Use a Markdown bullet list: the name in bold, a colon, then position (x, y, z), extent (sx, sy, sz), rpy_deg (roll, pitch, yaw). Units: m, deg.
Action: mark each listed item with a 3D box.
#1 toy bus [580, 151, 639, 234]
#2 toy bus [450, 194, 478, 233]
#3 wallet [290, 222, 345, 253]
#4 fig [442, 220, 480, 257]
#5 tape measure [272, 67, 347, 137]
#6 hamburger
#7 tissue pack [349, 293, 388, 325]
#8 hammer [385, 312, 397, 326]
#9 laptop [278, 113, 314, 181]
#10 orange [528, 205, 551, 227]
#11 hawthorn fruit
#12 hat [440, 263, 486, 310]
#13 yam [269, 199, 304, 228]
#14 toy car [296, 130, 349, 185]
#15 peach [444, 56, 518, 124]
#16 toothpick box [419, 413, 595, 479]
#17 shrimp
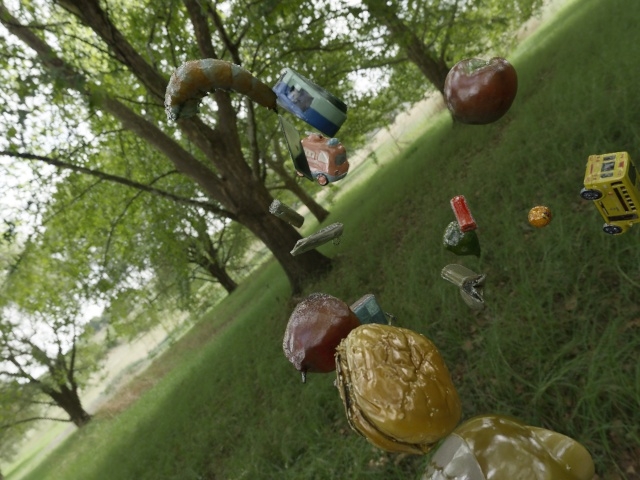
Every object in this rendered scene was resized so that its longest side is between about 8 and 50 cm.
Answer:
- **toy bus**: position (1.041, -0.155, 1.413), extent (0.151, 0.331, 0.145), rpy_deg (-7, 53, 51)
- **toy bus**: position (0.637, -0.125, 1.810), extent (0.079, 0.174, 0.077), rpy_deg (-21, -28, 20)
- **wallet**: position (-0.002, -0.002, 2.211), extent (0.335, 0.068, 0.275), rpy_deg (-22, -15, -13)
- **fig**: position (0.791, 0.003, 2.226), extent (0.195, 0.245, 0.195), rpy_deg (-62, -1, -1)
- **tape measure**: position (-0.026, -0.516, 1.550), extent (0.259, 0.262, 0.138), rpy_deg (12, -65, -53)
- **hamburger**: position (0.179, 0.340, 0.951), extent (0.158, 0.319, 0.318), rpy_deg (-62, -7, 32)
- **tissue pack**: position (0.199, 0.449, 2.075), extent (0.316, 0.228, 0.103), rpy_deg (-31, 7, -31)
- **hammer**: position (0.315, 0.408, 1.881), extent (0.013, 0.062, 0.199), rpy_deg (-61, -3, 30)
- **laptop**: position (-0.104, -0.390, 1.716), extent (0.015, 0.269, 0.188), rpy_deg (-22, -16, 17)
- **orange**: position (0.822, -0.089, 1.517), extent (0.083, 0.083, 0.083), rpy_deg (-40, 5, 4)
- **hawthorn fruit**: position (0.001, 0.374, 1.601), extent (0.325, 0.308, 0.308), rpy_deg (-30, 2, -17)
- **hat**: position (0.532, 0.182, 1.516), extent (0.166, 0.173, 0.144), rpy_deg (-51, -33, -51)
- **yam**: position (-0.116, -0.092, 1.434), extent (0.054, 0.132, 0.054), rpy_deg (-35, 39, 34)
- **toy car**: position (0.012, -0.411, 1.976), extent (0.180, 0.271, 0.212), rpy_deg (-41, -31, -43)
- **peach**: position (0.585, -0.546, 1.490), extent (0.252, 0.252, 0.252), rpy_deg (-40, 5, 4)
- **toothpick box**: position (0.505, 0.703, 1.098), extent (0.425, 0.409, 0.409), rpy_deg (-47, 7, -14)
- **shrimp**: position (-0.250, -0.370, 0.986), extent (0.287, 0.068, 0.185), rpy_deg (-7, -18, -5)
